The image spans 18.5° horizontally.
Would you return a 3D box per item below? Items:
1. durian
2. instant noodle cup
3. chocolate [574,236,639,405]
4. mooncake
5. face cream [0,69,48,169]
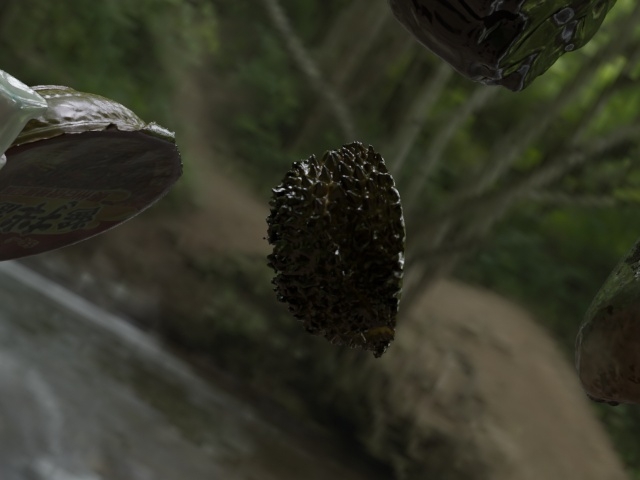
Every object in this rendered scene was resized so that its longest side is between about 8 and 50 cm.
[{"bbox_3d":[0.000,0.000,1.454,0.091,0.148,0.188,-5,42,-14],"label":"durian"},{"bbox_3d":[-0.265,-0.073,1.779,0.274,0.274,0.091,29,39,-68],"label":"instant noodle cup"},{"bbox_3d":[0.308,0.032,1.298,0.303,0.185,0.100,-1,-46,47],"label":"chocolate"},{"bbox_3d":[0.199,-0.261,1.743,0.141,0.283,0.283,44,5,19],"label":"mooncake"},{"bbox_3d":[-0.354,0.000,1.522,0.102,0.345,0.102,40,7,-6],"label":"face cream"}]
